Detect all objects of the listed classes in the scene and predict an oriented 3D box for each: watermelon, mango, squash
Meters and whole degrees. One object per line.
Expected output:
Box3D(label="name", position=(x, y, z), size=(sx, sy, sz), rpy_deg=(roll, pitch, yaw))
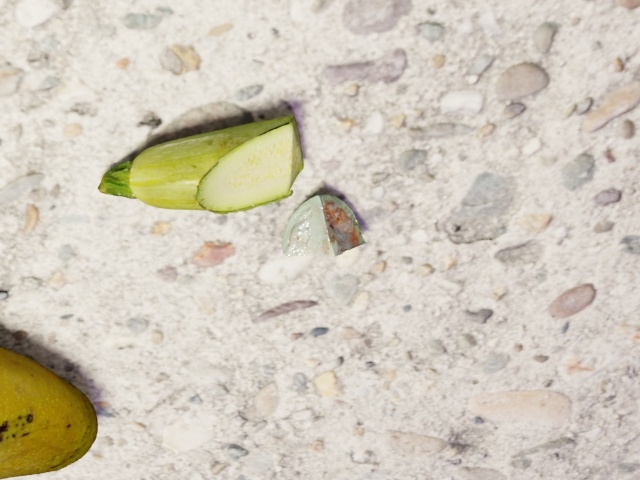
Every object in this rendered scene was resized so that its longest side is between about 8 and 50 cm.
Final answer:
Box3D(label="watermelon", position=(0.000, 0.000, 1.160), size=(0.085, 0.061, 0.085), rpy_deg=(-8, 127, -11))
Box3D(label="mango", position=(-0.388, 0.183, 1.211), size=(0.330, 0.175, 0.176), rpy_deg=(15, 172, -19))
Box3D(label="squash", position=(-0.115, -0.060, 1.085), size=(0.200, 0.075, 0.090), rpy_deg=(-11, 158, 5))
